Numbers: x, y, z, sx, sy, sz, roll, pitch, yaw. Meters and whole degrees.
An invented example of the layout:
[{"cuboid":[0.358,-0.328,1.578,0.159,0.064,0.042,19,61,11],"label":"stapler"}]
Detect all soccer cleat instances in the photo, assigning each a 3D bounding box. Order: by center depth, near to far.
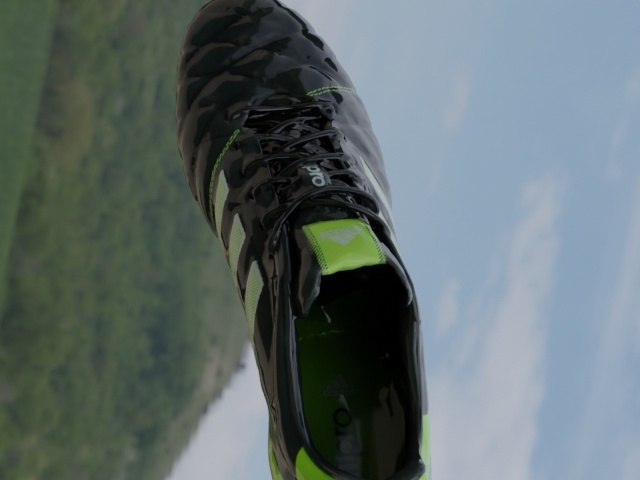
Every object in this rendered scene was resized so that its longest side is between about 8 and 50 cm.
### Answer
[{"cuboid":[0.000,0.000,0.523,0.072,0.060,0.178,111,-33,-64],"label":"soccer cleat"}]
